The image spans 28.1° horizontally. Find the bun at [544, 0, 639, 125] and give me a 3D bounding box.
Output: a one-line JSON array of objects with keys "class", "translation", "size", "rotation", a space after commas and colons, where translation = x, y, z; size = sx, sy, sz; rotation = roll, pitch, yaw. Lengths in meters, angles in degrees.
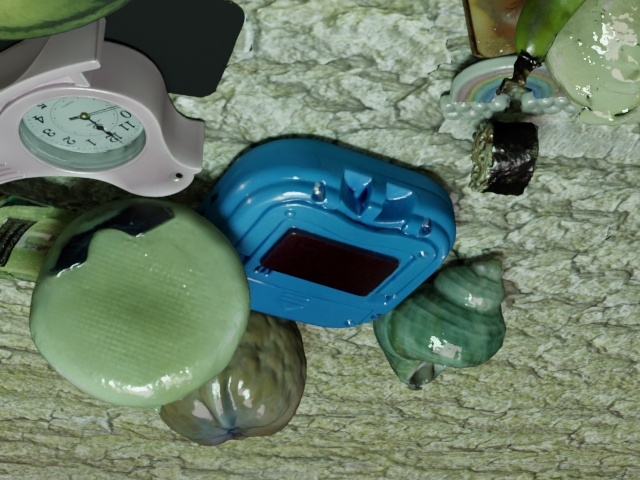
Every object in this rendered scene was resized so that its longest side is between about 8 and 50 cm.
[{"class": "bun", "translation": [0.360, -0.220, 1.407], "size": [0.239, 0.141, 0.239], "rotation": [-18, 149, -11]}]

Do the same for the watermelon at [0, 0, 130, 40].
[{"class": "watermelon", "translation": [-0.274, -0.317, 1.127], "size": [0.359, 0.279, 0.279], "rotation": [0, 147, 0]}]

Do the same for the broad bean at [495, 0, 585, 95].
[{"class": "broad bean", "translation": [0.275, -0.284, 1.301], "size": [0.067, 0.075, 0.325], "rotation": [25, 105, -37]}]

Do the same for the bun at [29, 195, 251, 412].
[{"class": "bun", "translation": [-0.232, 0.085, 1.674], "size": [0.283, 0.283, 0.179], "rotation": [2, 170, -7]}]

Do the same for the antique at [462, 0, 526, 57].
[{"class": "antique", "translation": [0.181, -0.322, 1.328], "size": [0.093, 0.087, 0.310], "rotation": [-9, 145, 7]}]

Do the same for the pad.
[{"class": "pad", "translation": [-0.234, -0.239, 1.492], "size": [0.267, 0.004, 0.181], "rotation": [8, 145, -17]}]

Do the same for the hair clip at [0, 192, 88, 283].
[{"class": "hair clip", "translation": [-0.353, 0.003, 1.742], "size": [0.321, 0.091, 0.138], "rotation": [20, 120, -47]}]

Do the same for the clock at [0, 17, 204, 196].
[{"class": "clock", "translation": [-0.312, -0.131, 1.580], "size": [0.290, 0.080, 0.275], "rotation": [-18, 144, 24]}]

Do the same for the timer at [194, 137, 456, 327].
[{"class": "timer", "translation": [0.000, 0.000, 1.779], "size": [0.340, 0.115, 0.309], "rotation": [17, 139, -25]}]

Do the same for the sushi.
[{"class": "sushi", "translation": [0.232, -0.104, 1.635], "size": [0.078, 0.090, 0.150], "rotation": [4, 172, -2]}]

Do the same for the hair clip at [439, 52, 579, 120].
[{"class": "hair clip", "translation": [0.254, -0.197, 1.562], "size": [0.220, 0.054, 0.140], "rotation": [-4, 159, 7]}]

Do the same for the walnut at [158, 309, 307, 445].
[{"class": "walnut", "translation": [-0.144, 0.193, 1.959], "size": [0.248, 0.248, 0.248], "rotation": [-2, 147, -1]}]

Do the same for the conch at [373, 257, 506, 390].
[{"class": "conch", "translation": [0.188, 0.132, 1.955], "size": [0.220, 0.195, 0.277], "rotation": [11, 122, -38]}]
